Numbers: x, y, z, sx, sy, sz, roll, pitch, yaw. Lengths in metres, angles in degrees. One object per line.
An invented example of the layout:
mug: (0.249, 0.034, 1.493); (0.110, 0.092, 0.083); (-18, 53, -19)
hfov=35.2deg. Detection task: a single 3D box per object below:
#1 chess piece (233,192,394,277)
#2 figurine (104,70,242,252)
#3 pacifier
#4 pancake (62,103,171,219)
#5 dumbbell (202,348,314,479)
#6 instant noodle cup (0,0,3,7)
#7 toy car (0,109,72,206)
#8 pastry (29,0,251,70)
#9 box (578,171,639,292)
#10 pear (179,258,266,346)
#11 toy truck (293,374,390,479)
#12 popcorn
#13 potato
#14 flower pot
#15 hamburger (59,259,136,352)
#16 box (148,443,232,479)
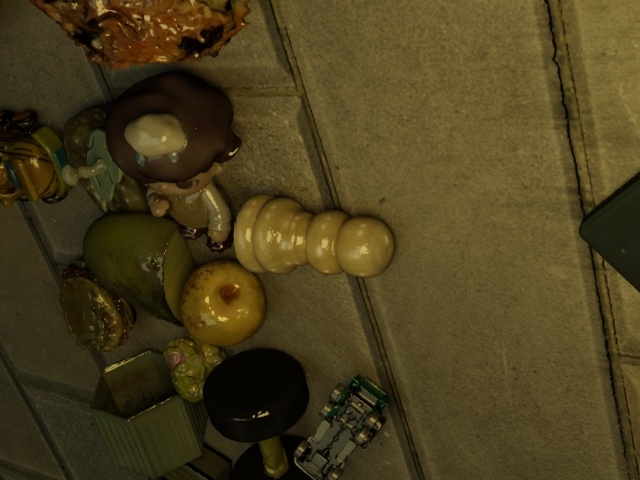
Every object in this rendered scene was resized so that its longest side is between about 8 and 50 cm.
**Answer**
chess piece: (0.000, 0.000, 1.664); (0.261, 0.143, 0.143); (6, 127, 28)
figurine: (-0.250, -0.115, 1.706); (0.218, 0.206, 0.365); (36, 143, 33)
pacifier: (-0.415, -0.136, 1.823); (0.150, 0.116, 0.127); (-40, 69, 57)
pancake: (-0.378, -0.139, 1.918); (0.294, 0.049, 0.294); (25, 140, 23)
dumbbell: (-0.104, 0.397, 2.020); (0.203, 0.204, 0.322); (13, 130, 33)
instant noodle cup: (-0.722, -0.425, 1.830); (0.264, 0.264, 0.200); (48, 149, -4)
toy car: (-0.625, -0.150, 2.044); (0.248, 0.142, 0.200); (5, 125, 36)
pastry: (-0.278, -0.425, 1.370); (0.337, 0.292, 0.405); (1, 124, 14)
box: (0.467, 0.020, 1.327); (0.230, 0.050, 0.160); (44, 141, 2)
pear: (-0.185, 0.120, 1.899); (0.178, 0.178, 0.178); (23, 135, 25)
toy truck: (0.049, 0.349, 1.888); (0.110, 0.116, 0.216); (36, 111, 10)
popcorn: (-0.264, 0.262, 2.105); (0.145, 0.126, 0.125); (55, 146, -3)
potato: (-0.377, 0.059, 1.995); (0.255, 0.112, 0.269); (15, 139, 24)
flower pot: (-0.374, 0.382, 2.231); (0.209, 0.239, 0.190); (-9, 121, 7)
hamburger: (-0.485, 0.138, 2.207); (0.183, 0.130, 0.206); (-5, 101, 41)
box: (-0.324, 0.602, 2.474); (0.198, 0.084, 0.310); (28, 137, 19)
